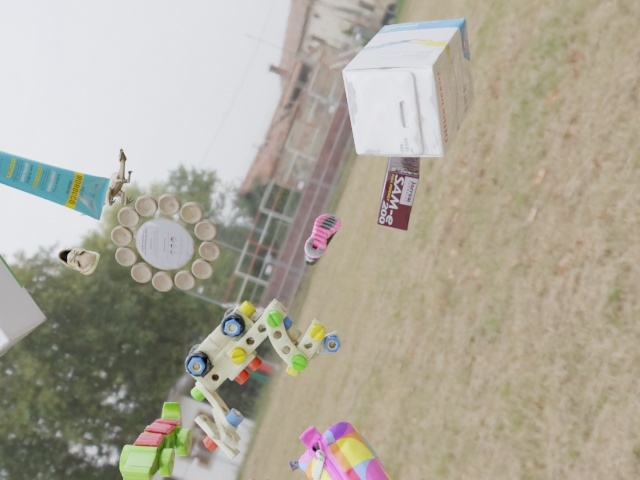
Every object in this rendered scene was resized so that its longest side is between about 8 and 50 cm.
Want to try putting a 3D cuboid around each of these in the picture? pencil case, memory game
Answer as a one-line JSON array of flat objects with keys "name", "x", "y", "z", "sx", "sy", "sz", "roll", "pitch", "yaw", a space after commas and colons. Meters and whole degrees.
[{"name": "pencil case", "x": 0.061, "y": 0.339, "z": 0.961, "sx": 0.104, "sy": 0.236, "sz": 0.104, "roll": -29, "pitch": -31, "yaw": -20}, {"name": "memory game", "x": -0.256, "y": 0.006, "z": 1.276, "sx": 0.012, "sy": 0.186, "sz": 0.186, "roll": -83, "pitch": 13, "yaw": -61}]

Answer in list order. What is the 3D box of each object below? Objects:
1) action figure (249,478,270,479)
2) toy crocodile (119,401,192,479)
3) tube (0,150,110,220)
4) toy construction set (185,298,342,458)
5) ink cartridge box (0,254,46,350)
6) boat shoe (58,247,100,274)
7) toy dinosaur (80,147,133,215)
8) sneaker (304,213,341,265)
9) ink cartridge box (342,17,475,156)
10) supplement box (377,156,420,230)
[{"name": "action figure", "x": -0.058, "y": 0.381, "z": 1.115, "sx": 0.038, "sy": 0.115, "sz": 0.030, "roll": -51, "pitch": 6, "yaw": 7}, {"name": "toy crocodile", "x": -0.384, "y": 0.478, "z": 1.811, "sx": 0.340, "sy": 0.115, "sz": 0.105, "roll": -39, "pitch": -47, "yaw": -81}, {"name": "tube", "x": -0.479, "y": -0.103, "z": 1.354, "sx": 0.052, "sy": 0.207, "sz": 0.080, "roll": 4, "pitch": 78, "yaw": 60}, {"name": "toy construction set", "x": -0.133, "y": 0.246, "z": 1.482, "sx": 0.327, "sy": 0.215, "sz": 0.151, "roll": -48, "pitch": 6, "yaw": -10}, {"name": "ink cartridge box", "x": -0.812, "y": 0.182, "z": 1.831, "sx": 0.278, "sy": 0.201, "sz": 0.117, "roll": -33, "pitch": 3, "yaw": 37}, {"name": "boat shoe", "x": -0.495, "y": 0.040, "z": 1.565, "sx": 0.135, "sy": 0.045, "sz": 0.050, "roll": -1, "pitch": 68, "yaw": 49}, {"name": "toy dinosaur", "x": -0.452, "y": -0.107, "z": 1.679, "sx": 0.183, "sy": 0.053, "sz": 0.092, "roll": -57, "pitch": 44, "yaw": 12}, {"name": "sneaker", "x": 0.000, "y": 0.000, "z": 1.431, "sx": 0.119, "sy": 0.047, "sz": 0.057, "roll": -57, "pitch": -12, "yaw": -39}, {"name": "ink cartridge box", "x": 0.167, "y": -0.280, "z": 1.403, "sx": 0.232, "sy": 0.168, "sz": 0.171, "roll": -55, "pitch": -40, "yaw": -48}, {"name": "supplement box", "x": 0.178, "y": -0.131, "z": 1.724, "sx": 0.239, "sy": 0.073, "sz": 0.130, "roll": -74, "pitch": -5, "yaw": -65}]
